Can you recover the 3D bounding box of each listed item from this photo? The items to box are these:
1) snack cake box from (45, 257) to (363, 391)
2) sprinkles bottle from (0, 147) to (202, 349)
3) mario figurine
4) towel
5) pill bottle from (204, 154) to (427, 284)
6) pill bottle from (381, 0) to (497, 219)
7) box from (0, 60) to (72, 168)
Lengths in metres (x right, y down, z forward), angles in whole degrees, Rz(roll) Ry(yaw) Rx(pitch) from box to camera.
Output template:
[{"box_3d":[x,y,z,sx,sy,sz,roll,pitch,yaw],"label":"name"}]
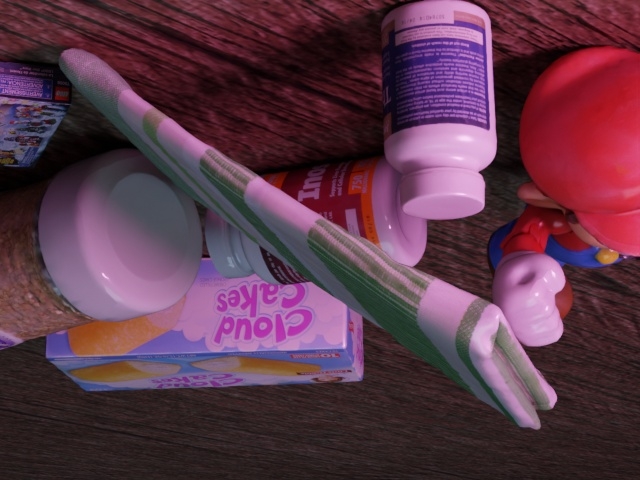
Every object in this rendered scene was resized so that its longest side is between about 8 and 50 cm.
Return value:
[{"box_3d":[-0.099,0.075,1.690,0.264,0.089,0.152,-3,163,7],"label":"snack cake box"},{"box_3d":[-0.250,0.025,1.454,0.355,0.121,0.121,-15,158,41],"label":"sprinkles bottle"},{"box_3d":[0.200,-0.007,1.258,0.170,0.198,0.320,12,168,2],"label":"mario figurine"},{"box_3d":[0.000,0.000,1.213,0.325,0.038,0.248,35,175,22],"label":"towel"},{"box_3d":[-0.005,-0.012,1.398,0.152,0.086,0.086,-8,162,23],"label":"pill bottle"},{"box_3d":[0.070,-0.076,1.121,0.067,0.120,0.067,-1,163,0],"label":"pill bottle"},{"box_3d":[-0.222,-0.083,1.248,0.094,0.027,0.137,5,163,-17],"label":"box"}]
